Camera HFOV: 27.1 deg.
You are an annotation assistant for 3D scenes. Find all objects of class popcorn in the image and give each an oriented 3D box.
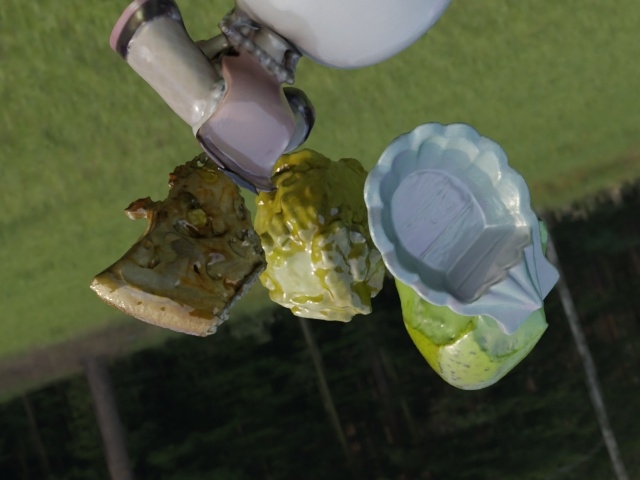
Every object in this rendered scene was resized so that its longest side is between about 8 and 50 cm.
[{"bbox_3d":[0.000,0.000,1.876,0.192,0.233,0.266,-14,144,25],"label":"popcorn"}]

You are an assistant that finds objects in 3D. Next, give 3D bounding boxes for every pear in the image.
[{"bbox_3d":[0.209,0.086,2.037,0.176,0.282,0.286,-7,-169,-29],"label":"pear"}]

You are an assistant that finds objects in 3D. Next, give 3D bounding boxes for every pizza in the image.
[{"bbox_3d":[-0.154,-0.007,1.668,0.297,0.189,0.071,-60,176,-43],"label":"pizza"}]

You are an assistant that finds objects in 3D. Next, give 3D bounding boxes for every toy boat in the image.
[{"bbox_3d":[0.158,-0.016,1.583,0.199,0.290,0.100,-47,-159,-8],"label":"toy boat"}]

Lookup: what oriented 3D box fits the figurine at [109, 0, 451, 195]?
[{"bbox_3d":[-0.003,-0.234,1.308,0.361,0.211,0.253,-52,143,7],"label":"figurine"}]
